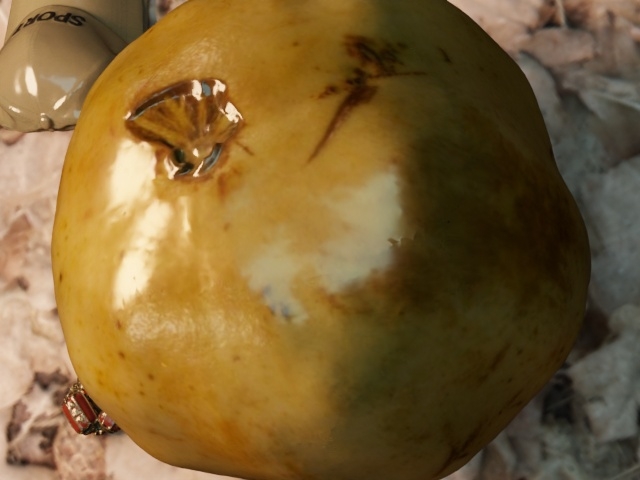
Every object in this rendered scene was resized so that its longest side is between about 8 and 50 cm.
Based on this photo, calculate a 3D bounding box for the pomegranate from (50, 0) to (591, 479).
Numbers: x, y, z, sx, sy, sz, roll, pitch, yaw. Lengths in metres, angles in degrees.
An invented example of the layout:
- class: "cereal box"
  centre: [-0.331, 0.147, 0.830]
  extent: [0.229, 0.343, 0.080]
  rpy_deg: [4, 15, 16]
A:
- class: "pomegranate"
  centre: [0.000, 0.000, 0.875]
  extent: [0.333, 0.332, 0.332]
  rpy_deg: [-1, 83, 9]

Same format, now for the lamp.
- class: "lamp"
  centre: [-0.151, 0.108, 1.020]
  extent: [0.083, 0.031, 0.063]
  rpy_deg: [-31, 78, 9]

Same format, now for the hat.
- class: "hat"
  centre: [-0.196, -0.161, 1.033]
  extent: [0.147, 0.085, 0.175]
  rpy_deg: [-3, 84, 10]
